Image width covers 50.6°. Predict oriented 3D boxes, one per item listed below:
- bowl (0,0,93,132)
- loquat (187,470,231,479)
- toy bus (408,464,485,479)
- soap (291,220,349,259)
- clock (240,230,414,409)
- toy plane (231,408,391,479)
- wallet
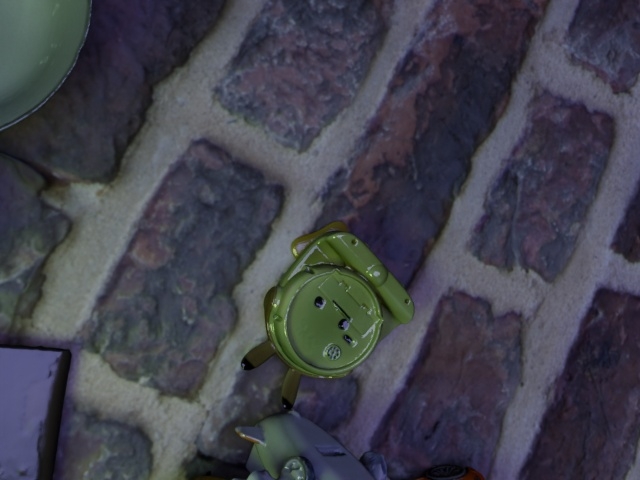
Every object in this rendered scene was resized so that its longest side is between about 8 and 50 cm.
[{"bbox_3d":[-0.430,-0.262,0.767,0.337,0.157,0.337,0,88,-15],"label":"bowl"},{"bbox_3d":[-0.134,0.380,0.816,0.149,0.204,0.172,3,123,-41],"label":"loquat"},{"bbox_3d":[0.096,0.409,0.892,0.329,0.153,0.143,-7,89,-17],"label":"toy bus"},{"bbox_3d":[0.000,0.000,0.954,0.089,0.012,0.034,-25,96,-16],"label":"soap"},{"bbox_3d":[0.003,0.113,0.916,0.232,0.069,0.170,-46,104,-11],"label":"clock"},{"bbox_3d":[-0.010,0.297,0.828,0.244,0.245,0.117,22,98,-14],"label":"toy plane"},{"bbox_3d":[-0.403,0.277,0.811,0.165,0.042,0.310,7,87,-18],"label":"wallet"}]
